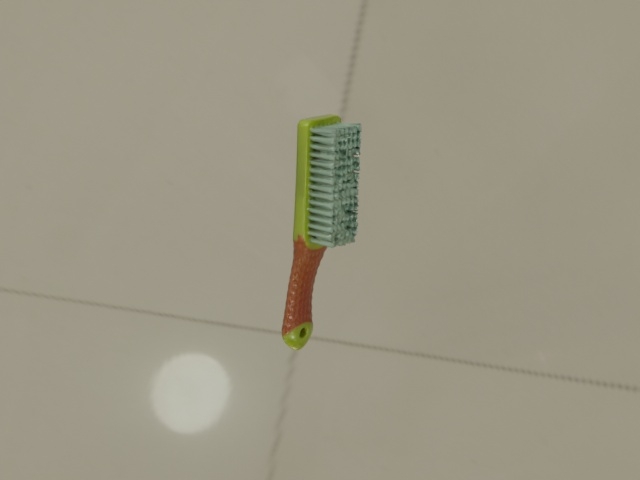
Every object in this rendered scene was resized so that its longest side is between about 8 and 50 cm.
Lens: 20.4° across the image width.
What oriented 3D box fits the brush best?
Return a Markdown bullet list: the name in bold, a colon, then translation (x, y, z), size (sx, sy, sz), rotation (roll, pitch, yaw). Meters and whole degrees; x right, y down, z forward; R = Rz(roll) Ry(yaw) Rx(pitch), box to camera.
- **brush**: translation (0.000, 0.000, 0.598), size (0.021, 0.018, 0.083), rotation (20, 112, 35)
